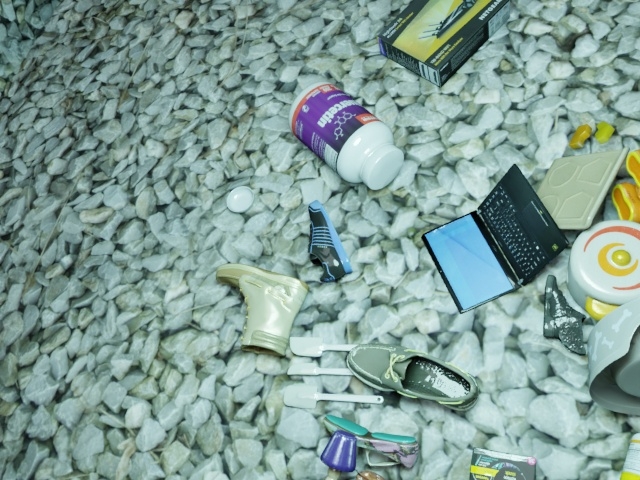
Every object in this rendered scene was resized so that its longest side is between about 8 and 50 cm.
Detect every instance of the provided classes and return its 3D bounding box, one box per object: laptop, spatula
[{"bbox_3d":[0.389,-0.003,1.319,0.136,0.264,0.234,-6,57,-27],"label":"laptop"},{"bbox_3d":[0.035,0.315,1.351,0.242,0.019,0.168,0,64,14],"label":"spatula"}]

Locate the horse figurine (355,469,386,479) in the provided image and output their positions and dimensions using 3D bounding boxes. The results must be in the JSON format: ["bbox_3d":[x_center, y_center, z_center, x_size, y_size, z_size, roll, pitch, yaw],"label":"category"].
[{"bbox_3d":[0.182,0.578,1.144,0.263,0.066,0.174,6,73,23],"label":"horse figurine"}]

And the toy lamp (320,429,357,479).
[{"bbox_3d":[0.014,0.534,1.180,0.080,0.080,0.275,16,87,24],"label":"toy lamp"}]

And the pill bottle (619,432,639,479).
[{"bbox_3d":[0.616,0.436,1.040,0.117,0.117,0.215,19,72,25],"label":"pill bottle"}]

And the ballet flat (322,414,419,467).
[{"bbox_3d":[0.102,0.444,1.238,0.221,0.077,0.079,9,87,21],"label":"ballet flat"}]

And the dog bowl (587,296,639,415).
[{"bbox_3d":[0.655,0.200,1.027,0.348,0.349,0.102,-10,48,13],"label":"dog bowl"}]

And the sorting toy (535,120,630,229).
[{"bbox_3d":[0.596,-0.147,1.305,0.041,0.229,0.307,37,76,-16],"label":"sorting toy"}]

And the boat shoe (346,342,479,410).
[{"bbox_3d":[0.197,0.289,1.258,0.305,0.091,0.109,14,70,20],"label":"boat shoe"}]

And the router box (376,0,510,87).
[{"bbox_3d":[0.358,-0.624,1.667,0.309,0.081,0.243,-46,60,-7],"label":"router box"}]

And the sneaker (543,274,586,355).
[{"bbox_3d":[0.535,0.160,1.244,0.089,0.051,0.170,4,71,20],"label":"sneaker"}]

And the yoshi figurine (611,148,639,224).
[{"bbox_3d":[0.828,-0.099,1.187,0.362,0.203,0.203,-4,92,-3],"label":"yoshi figurine"}]

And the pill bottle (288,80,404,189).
[{"bbox_3d":[0.070,-0.279,1.533,0.181,0.181,0.323,-42,60,-5],"label":"pill bottle"}]

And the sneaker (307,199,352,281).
[{"bbox_3d":[0.000,0.000,1.477,0.090,0.081,0.232,-23,61,-2],"label":"sneaker"}]

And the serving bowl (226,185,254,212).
[{"bbox_3d":[-0.226,-0.113,1.637,0.083,0.027,0.083,-7,64,15],"label":"serving bowl"}]

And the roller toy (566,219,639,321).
[{"bbox_3d":[0.623,0.062,1.205,0.209,0.146,0.191,-29,59,4],"label":"roller toy"}]

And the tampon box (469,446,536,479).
[{"bbox_3d":[0.351,0.498,1.105,0.120,0.101,0.161,3,66,20],"label":"tampon box"}]

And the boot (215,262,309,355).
[{"bbox_3d":[-0.177,0.175,1.445,0.262,0.095,0.203,12,70,19],"label":"boot"}]
